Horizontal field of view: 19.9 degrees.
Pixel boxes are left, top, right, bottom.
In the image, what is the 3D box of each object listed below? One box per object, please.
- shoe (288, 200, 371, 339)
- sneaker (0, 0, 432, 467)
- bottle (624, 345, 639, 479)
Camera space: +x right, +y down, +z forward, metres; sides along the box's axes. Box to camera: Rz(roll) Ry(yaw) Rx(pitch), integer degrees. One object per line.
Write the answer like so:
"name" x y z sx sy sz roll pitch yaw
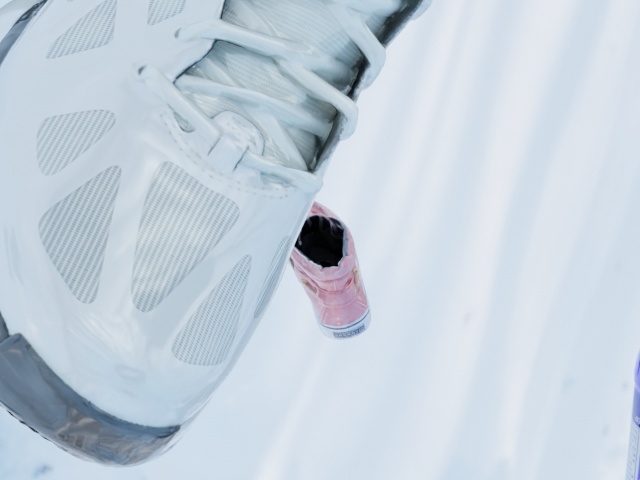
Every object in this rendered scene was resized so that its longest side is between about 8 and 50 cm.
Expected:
"shoe" 0.000 0.000 1.557 0.178 0.063 0.081 -111 -174 -51
"sneaker" -0.015 -0.125 0.807 0.257 0.169 0.448 -34 -150 39
"bottle" 0.243 0.191 1.200 0.118 0.092 0.283 -38 134 -64
